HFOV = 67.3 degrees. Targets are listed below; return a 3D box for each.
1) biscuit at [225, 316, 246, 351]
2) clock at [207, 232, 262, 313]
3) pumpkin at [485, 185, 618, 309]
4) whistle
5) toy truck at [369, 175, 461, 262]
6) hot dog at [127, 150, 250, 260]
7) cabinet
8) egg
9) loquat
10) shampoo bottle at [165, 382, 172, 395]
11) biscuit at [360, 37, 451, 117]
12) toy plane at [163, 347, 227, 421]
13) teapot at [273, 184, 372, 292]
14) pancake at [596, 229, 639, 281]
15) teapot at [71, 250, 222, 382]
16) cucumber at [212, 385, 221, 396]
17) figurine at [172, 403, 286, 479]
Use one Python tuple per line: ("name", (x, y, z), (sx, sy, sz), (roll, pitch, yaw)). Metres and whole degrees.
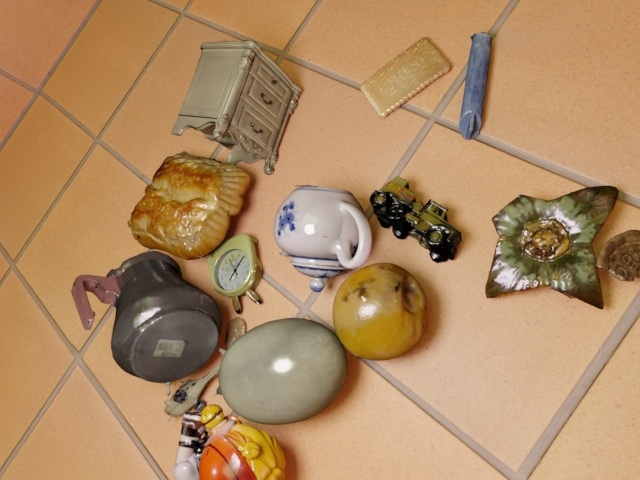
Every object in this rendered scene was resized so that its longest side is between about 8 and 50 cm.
("biscuit", (-0.255, 0.304, 1.447), (0.071, 0.018, 0.147), (-10, 67, 22))
("clock", (-0.255, 0.106, 1.488), (0.170, 0.069, 0.231), (-26, 64, 17))
("pumpkin", (0.524, 0.003, 1.098), (0.259, 0.095, 0.289), (5, 79, 25))
("whistle", (0.425, -0.426, 1.320), (0.062, 0.062, 0.303), (4, 75, 29))
("toy truck", (0.254, -0.056, 1.249), (0.127, 0.127, 0.257), (-43, 58, -9))
("hot dog", (-0.404, -0.115, 1.565), (0.366, 0.196, 0.367), (11, 70, 42))
("cabinet", (-0.261, -0.418, 1.545), (0.228, 0.290, 0.317), (13, 81, 32))
("egg", (-0.097, 0.330, 1.217), (0.353, 0.258, 0.258), (-13, 67, 24))
("loquat", (0.140, 0.177, 1.173), (0.244, 0.244, 0.243), (-9, 69, 25))
("shampoo bottle", (-0.474, 0.383, 1.497), (0.056, 0.056, 0.195), (-28, 54, 17))
("biscuit", (0.252, -0.491, 1.452), (0.250, 0.030, 0.160), (-35, 60, 13))
("toy plane", (-0.363, 0.429, 1.420), (0.286, 0.092, 0.108), (-41, 30, 18))
("teapot", (0.000, 0.000, 1.289), (0.424, 0.253, 0.279), (3, 89, 58))
("pancake", (0.674, 0.064, 1.001), (0.191, 0.020, 0.184), (-5, 73, 0))
("teapot", (-0.505, 0.202, 1.394), (0.362, 0.376, 0.305), (41, 111, 47))
("cucumber", (-0.249, 0.397, 1.400), (0.168, 0.039, 0.039), (-49, 58, 2))
("figurine", (-0.217, 0.560, 1.181), (0.323, 0.196, 0.319), (-12, 110, 41))
